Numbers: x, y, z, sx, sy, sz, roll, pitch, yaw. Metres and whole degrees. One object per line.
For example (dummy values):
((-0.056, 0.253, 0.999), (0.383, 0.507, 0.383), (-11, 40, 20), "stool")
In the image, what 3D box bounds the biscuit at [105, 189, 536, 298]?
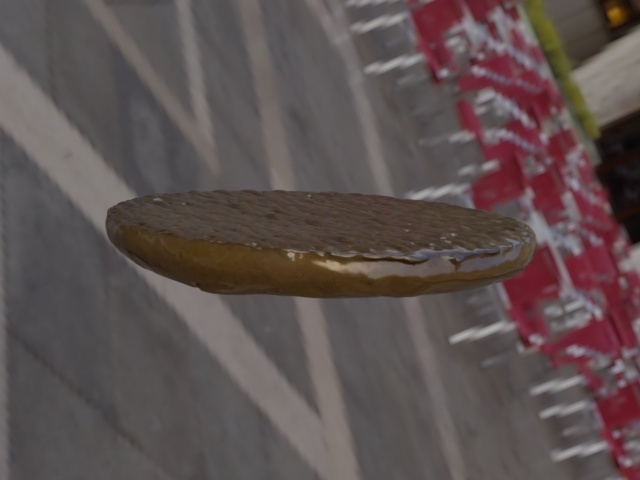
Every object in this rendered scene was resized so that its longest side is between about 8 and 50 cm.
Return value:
((0.000, 0.001, 0.952), (0.262, 0.262, 0.037), (-39, 133, -77), "biscuit")
